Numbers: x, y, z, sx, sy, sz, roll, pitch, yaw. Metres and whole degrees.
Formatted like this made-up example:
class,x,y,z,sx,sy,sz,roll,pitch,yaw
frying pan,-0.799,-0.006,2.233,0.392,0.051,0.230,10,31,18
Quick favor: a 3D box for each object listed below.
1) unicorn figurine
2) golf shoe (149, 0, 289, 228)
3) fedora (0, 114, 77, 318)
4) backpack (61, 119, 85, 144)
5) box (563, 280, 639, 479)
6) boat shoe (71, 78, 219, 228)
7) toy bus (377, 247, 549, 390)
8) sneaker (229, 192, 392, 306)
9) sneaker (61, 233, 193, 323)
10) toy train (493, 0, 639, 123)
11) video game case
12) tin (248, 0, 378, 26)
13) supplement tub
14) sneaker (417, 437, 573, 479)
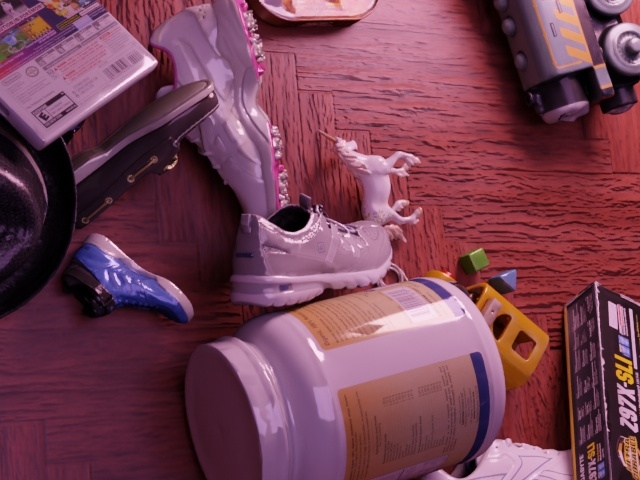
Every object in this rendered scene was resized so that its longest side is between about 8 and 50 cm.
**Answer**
class,x,y,z,sx,sy,sz,roll,pitch,yaw
unicorn figurine,0.072,-0.076,1.643,0.111,0.060,0.162,-7,82,-28
golf shoe,-0.119,-0.137,1.550,0.140,0.115,0.306,-12,90,0
fedora,-0.402,-0.026,1.286,0.334,0.152,0.334,-5,103,-20
backpack,-0.322,-0.211,1.443,0.158,0.117,0.173,24,66,-21
box,0.445,0.240,1.687,0.257,0.079,0.322,24,45,-19
boat shoe,-0.206,-0.100,1.471,0.228,0.081,0.069,-34,112,-3
toy bus,0.195,0.103,1.640,0.202,0.104,0.191,-8,82,-28
sneaker,0.000,0.000,1.498,0.281,0.105,0.115,-17,108,-58
sneaker,-0.223,0.067,1.460,0.152,0.058,0.084,38,59,-10
toy train,0.333,-0.325,1.798,0.190,0.142,0.334,-17,88,-17
video game case,-0.296,-0.207,1.360,0.183,0.023,0.201,45,45,-1
tin,-0.011,-0.332,1.673,0.189,0.040,0.106,-5,85,-28
supplement tub,0.026,0.178,1.468,0.316,0.228,0.228,-11,84,-28
sneaker,0.254,0.302,1.628,0.297,0.111,0.129,-16,80,-30
